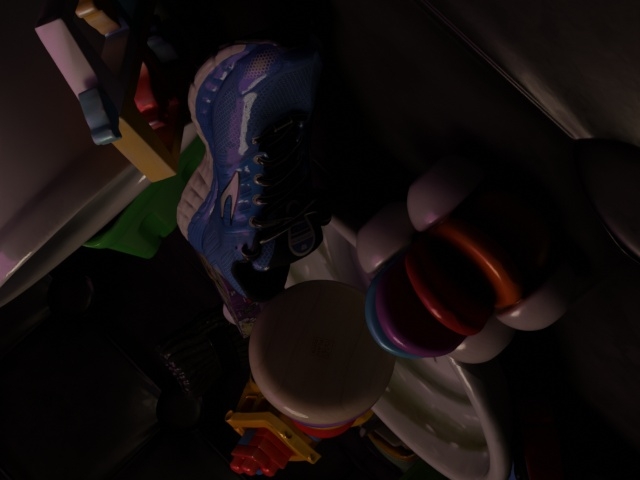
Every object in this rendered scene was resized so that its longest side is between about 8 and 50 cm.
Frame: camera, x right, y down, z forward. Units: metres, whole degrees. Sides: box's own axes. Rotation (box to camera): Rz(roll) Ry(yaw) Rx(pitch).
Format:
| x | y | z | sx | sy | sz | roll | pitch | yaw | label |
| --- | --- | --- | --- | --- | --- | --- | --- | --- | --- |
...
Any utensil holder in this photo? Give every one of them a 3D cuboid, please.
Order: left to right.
| x | y | z | sx | sy | sz | roll | pitch | yaw | label |
| --- | --- | --- | --- | --- | --- | --- | --- | --- | --- |
| -0.367 | -0.169 | 1.194 | 0.385 | 0.327 | 0.327 | 48 | 167 | -4 | utensil holder |

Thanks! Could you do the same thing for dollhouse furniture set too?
| x | y | z | sx | sy | sz | roll | pitch | yaw | label |
| --- | --- | --- | --- | --- | --- | --- | --- | --- | --- |
| 0.160 | 0.469 | 2.118 | 0.301 | 0.151 | 0.197 | 31 | 161 | 50 | dollhouse furniture set |

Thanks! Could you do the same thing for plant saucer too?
| x | y | z | sx | sy | sz | roll | pitch | yaw | label |
| --- | --- | --- | --- | --- | --- | --- | --- | --- | --- |
| 0.090 | 0.085 | 1.203 | 0.400 | 0.100 | 0.400 | 48 | 163 | 20 | plant saucer |

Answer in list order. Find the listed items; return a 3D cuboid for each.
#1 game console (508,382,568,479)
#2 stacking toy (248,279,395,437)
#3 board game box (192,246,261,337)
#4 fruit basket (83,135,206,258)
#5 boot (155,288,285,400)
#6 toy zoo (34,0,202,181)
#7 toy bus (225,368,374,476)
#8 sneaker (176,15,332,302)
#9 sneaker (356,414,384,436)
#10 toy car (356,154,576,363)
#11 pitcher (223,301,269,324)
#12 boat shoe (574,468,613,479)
| x | y | z | sx | sy | sz | roll | pitch | yaw | label |
| --- | --- | --- | --- | --- | --- | --- | --- | --- | --- |
| 0.248 | 0.369 | 1.269 | 0.386 | 0.060 | 0.342 | 75 | -169 | -63 | game console |
| 0.002 | 0.155 | 1.197 | 0.141 | 0.141 | 0.330 | 43 | 166 | 14 | stacking toy |
| -0.195 | -0.028 | 1.759 | 0.347 | 0.056 | 0.208 | 58 | 174 | 22 | board game box |
| -0.337 | -0.187 | 1.473 | 0.392 | 0.283 | 0.392 | 36 | 172 | 6 | fruit basket |
| -0.145 | 0.215 | 2.073 | 0.131 | 0.260 | 0.348 | 36 | 163 | 40 | boot |
| -0.181 | -0.189 | 1.038 | 0.293 | 0.030 | 0.192 | -88 | -26 | -43 | toy zoo |
| -0.040 | 0.268 | 1.673 | 0.220 | 0.211 | 0.149 | -11 | 128 | 50 | toy bus |
| -0.040 | -0.062 | 1.011 | 0.147 | 0.130 | 0.330 | 53 | 152 | 26 | sneaker |
| 0.078 | 0.280 | 2.014 | 0.118 | 0.083 | 0.222 | 59 | 175 | 18 | sneaker |
| 0.103 | 0.036 | 0.910 | 0.159 | 0.136 | 0.182 | 46 | 139 | -3 | toy car |
| -0.040 | 0.143 | 1.873 | 0.178 | 0.125 | 0.207 | 10 | -170 | -39 | pitcher |
| 0.330 | 0.328 | 1.249 | 0.102 | 0.108 | 0.301 | 7 | 160 | 8 | boat shoe |
